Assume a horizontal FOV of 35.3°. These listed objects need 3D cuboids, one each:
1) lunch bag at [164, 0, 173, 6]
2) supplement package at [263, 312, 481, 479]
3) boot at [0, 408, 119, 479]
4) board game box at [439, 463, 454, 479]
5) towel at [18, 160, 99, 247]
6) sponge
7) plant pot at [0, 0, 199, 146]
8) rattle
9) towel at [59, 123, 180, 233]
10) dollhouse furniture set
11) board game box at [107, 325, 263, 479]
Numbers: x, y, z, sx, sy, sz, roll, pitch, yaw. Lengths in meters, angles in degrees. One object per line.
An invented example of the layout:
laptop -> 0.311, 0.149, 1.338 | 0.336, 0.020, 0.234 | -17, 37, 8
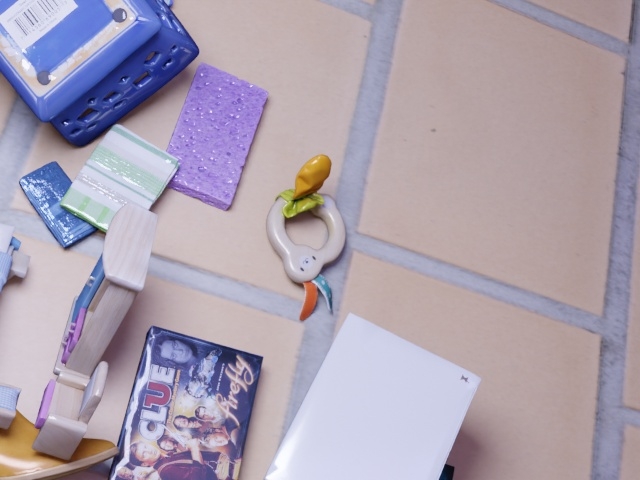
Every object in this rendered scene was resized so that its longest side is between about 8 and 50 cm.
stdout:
lunch bag -> -0.305, -0.413, 1.532 | 0.128, 0.096, 0.151 | -27, 101, -36
supplement package -> 0.063, 0.271, 1.356 | 0.204, 0.145, 0.262 | 26, 62, 5
boot -> -0.412, 0.207, 1.245 | 0.295, 0.104, 0.211 | -9, 74, -19
board game box -> 0.115, 0.393, 1.417 | 0.126, 0.026, 0.186 | 20, 64, -13
towel -> -0.364, -0.052, 1.405 | 0.067, 0.029, 0.119 | -34, 84, -29
sponge -> -0.163, -0.160, 1.523 | 0.117, 0.031, 0.210 | 22, 64, -11
plant pot -> -0.336, -0.288, 1.356 | 0.236, 0.212, 0.236 | -38, 88, 3
rattle -> 0.000, 0.000, 1.467 | 0.130, 0.142, 0.200 | 19, 57, -34
towel -> -0.283, -0.080, 1.421 | 0.113, 0.023, 0.152 | 30, 64, -3
dollhouse furniture set -> -0.385, 0.054, 1.201 | 0.303, 0.198, 0.286 | 22, 37, -17
board game box -> -0.182, 0.253, 1.349 | 0.165, 0.042, 0.243 | 17, 65, -14
